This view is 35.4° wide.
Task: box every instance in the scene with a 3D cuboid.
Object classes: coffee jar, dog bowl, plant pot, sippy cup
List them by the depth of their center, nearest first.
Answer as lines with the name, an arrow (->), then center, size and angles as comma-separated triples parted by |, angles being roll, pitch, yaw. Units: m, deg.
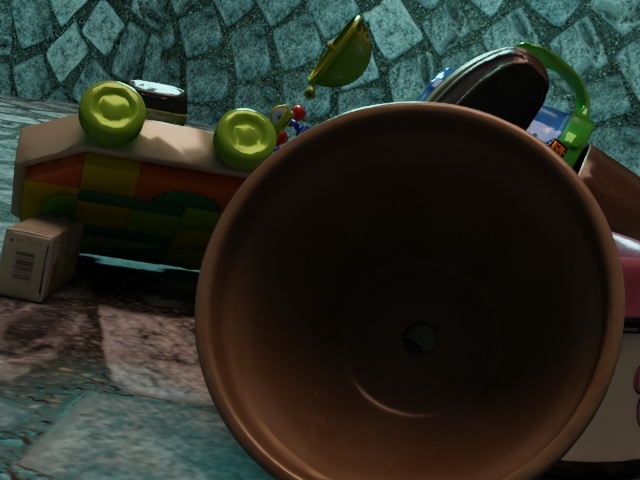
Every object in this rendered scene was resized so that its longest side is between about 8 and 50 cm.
plant pot -> 0.053, 0.047, 0.595 | 0.237, 0.237, 0.110 | 13, -16, 14
dog bowl -> 0.109, 0.046, 0.838 | 0.407, 0.151, 0.408 | 10, 8, -2
plant pot -> 0.402, 0.021, 1.301 | 0.230, 0.215, 0.215 | 27, 11, 7
coffee jar -> -0.240, -0.128, 1.390 | 0.096, 0.185, 0.079 | 11, 9, -8
sippy cup -> 0.224, -0.119, 1.403 | 0.224, 0.240, 0.305 | 31, 52, 6

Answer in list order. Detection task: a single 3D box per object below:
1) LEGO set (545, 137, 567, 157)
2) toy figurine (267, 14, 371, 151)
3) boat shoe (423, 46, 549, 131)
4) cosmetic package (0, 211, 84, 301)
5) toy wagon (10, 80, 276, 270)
LEGO set -> 0.196, -0.017, 1.159 | 0.060, 0.244, 0.182 | 40, 11, -3
toy figurine -> 0.025, -0.137, 1.556 | 0.217, 0.363, 0.191 | 38, 2, 1
boat shoe -> 0.152, -0.079, 1.236 | 0.132, 0.355, 0.130 | 32, 25, -22
cosmetic package -> -0.247, 0.012, 0.891 | 0.041, 0.060, 0.115 | 12, 10, -1
toy wagon -> -0.122, -0.040, 0.983 | 0.344, 0.068, 0.267 | 10, -25, -15
